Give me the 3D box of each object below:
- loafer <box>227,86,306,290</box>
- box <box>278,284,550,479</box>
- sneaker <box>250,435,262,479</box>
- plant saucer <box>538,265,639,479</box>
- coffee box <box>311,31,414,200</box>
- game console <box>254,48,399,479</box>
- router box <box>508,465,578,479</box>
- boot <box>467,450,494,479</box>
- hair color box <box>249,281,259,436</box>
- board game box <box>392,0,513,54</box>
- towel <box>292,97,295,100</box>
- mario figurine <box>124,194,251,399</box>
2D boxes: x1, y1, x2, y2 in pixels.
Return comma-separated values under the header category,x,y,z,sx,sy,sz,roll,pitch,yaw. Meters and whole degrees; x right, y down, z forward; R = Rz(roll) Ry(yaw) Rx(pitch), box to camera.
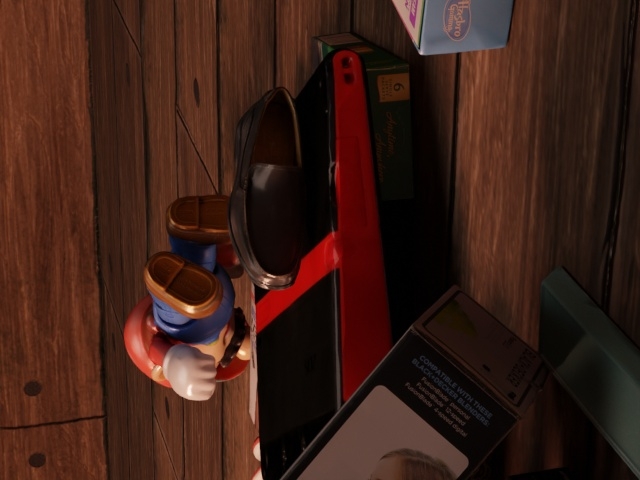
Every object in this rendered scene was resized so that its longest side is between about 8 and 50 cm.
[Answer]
category,x,y,z,sx,sy,sz,roll,pitch,yaw
loafer,-0.040,-0.043,1.494,0.061,0.062,0.170,117,150,-57
box,0.016,0.171,1.201,0.290,0.087,0.169,-50,-6,15
sneaker,-0.010,0.259,1.874,0.221,0.087,0.128,95,153,-67
plant saucer,0.170,0.083,1.134,0.192,0.018,0.067,-125,32,-62
coffee box,0.033,-0.106,1.569,0.184,0.040,0.113,-133,39,-69
game console,0.000,0.050,1.588,0.386,0.060,0.342,137,132,-74
router box,0.164,0.238,1.162,0.179,0.046,0.133,-126,31,-65
boot,0.085,0.230,1.405,0.178,0.085,0.236,-67,-25,-4
hair color box,-0.040,0.131,1.951,0.093,0.053,0.167,-118,25,-57
board game box,0.064,-0.313,1.297,0.316,0.064,0.242,-111,20,-48
towel,0.000,0.000,1.765,0.285,0.034,0.209,-129,39,-63
mario figurine,-0.107,0.072,2.002,0.170,0.198,0.320,51,163,15
